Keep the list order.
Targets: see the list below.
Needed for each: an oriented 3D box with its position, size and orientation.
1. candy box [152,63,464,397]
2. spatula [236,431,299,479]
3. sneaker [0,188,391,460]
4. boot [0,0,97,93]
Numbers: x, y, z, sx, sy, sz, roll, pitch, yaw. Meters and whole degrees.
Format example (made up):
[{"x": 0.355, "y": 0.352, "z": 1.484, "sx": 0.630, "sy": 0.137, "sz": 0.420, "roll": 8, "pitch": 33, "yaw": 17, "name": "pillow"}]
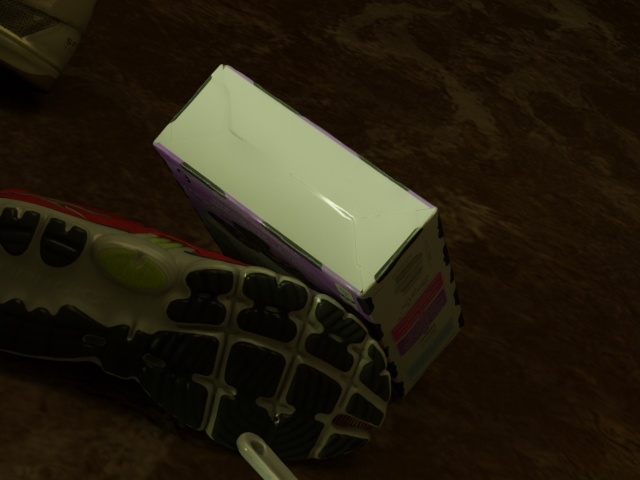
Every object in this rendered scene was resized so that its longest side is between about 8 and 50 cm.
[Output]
[{"x": 0.000, "y": 0.000, "z": 0.891, "sx": 0.165, "sy": 0.070, "sz": 0.196, "roll": 36, "pitch": -12, "yaw": 23, "name": "candy box"}, {"x": 0.017, "y": 0.194, "z": 0.632, "sx": 0.242, "sy": 0.019, "sz": 0.168, "roll": 46, "pitch": 26, "yaw": 9, "name": "spatula"}, {"x": -0.085, "y": 0.034, "z": 0.831, "sx": 0.279, "sy": 0.107, "sz": 0.118, "roll": 25, "pitch": 13, "yaw": -10, "name": "sneaker"}, {"x": -0.261, "y": -0.262, "z": 1.063, "sx": 0.262, "sy": 0.203, "sz": 0.095, "roll": 35, "pitch": -7, "yaw": -15, "name": "boot"}]
